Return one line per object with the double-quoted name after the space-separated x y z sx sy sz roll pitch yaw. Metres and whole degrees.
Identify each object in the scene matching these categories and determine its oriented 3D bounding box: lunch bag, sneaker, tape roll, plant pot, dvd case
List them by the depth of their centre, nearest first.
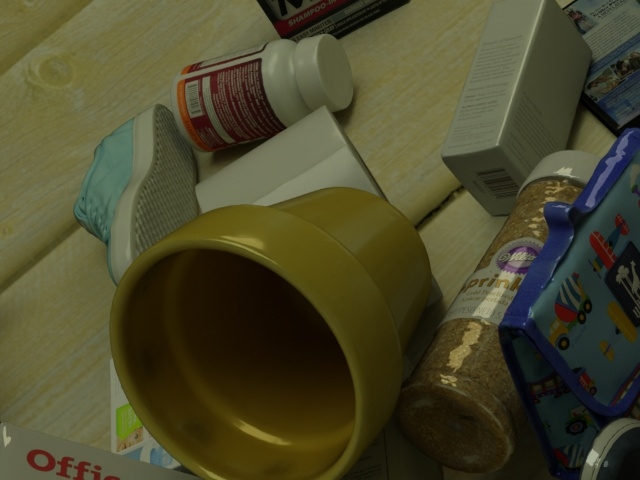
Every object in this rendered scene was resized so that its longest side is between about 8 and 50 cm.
0.314 0.209 1.175 0.163 0.226 0.086 17 85 41 "sneaker"
0.258 0.060 1.305 0.138 0.293 0.221 15 60 45 "lunch bag"
-0.020 0.066 1.342 0.254 0.254 0.239 -5 21 33 "plant pot"
0.000 0.000 1.600 0.169 0.246 0.246 -31 38 4 "tape roll"
0.363 -0.230 1.753 0.180 0.022 0.253 -35 38 2 "dvd case"
-0.246 -0.026 1.915 0.150 0.135 0.366 -30 29 19 "sneaker"

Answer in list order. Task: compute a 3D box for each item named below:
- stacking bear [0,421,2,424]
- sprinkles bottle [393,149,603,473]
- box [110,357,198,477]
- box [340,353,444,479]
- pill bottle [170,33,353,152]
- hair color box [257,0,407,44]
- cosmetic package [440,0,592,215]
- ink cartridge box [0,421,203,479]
-0.503 0.318 1.712 0.289 0.175 0.164 -22 76 33 "stacking bear"
0.196 0.061 1.440 0.121 0.121 0.355 0 39 36 "sprinkles bottle"
-0.154 0.205 1.610 0.114 0.103 0.203 -26 39 12 "box"
0.036 0.251 1.407 0.148 0.121 0.311 -21 40 18 "box"
-0.076 -0.196 1.959 0.221 0.121 0.121 -12 44 27 "pill bottle"
-0.048 -0.441 1.988 0.185 0.374 0.113 -28 39 10 "hair color box"
0.224 -0.156 1.682 0.085 0.117 0.231 -8 49 39 "cosmetic package"
-0.192 0.383 1.280 0.166 0.285 0.395 -55 25 36 "ink cartridge box"
